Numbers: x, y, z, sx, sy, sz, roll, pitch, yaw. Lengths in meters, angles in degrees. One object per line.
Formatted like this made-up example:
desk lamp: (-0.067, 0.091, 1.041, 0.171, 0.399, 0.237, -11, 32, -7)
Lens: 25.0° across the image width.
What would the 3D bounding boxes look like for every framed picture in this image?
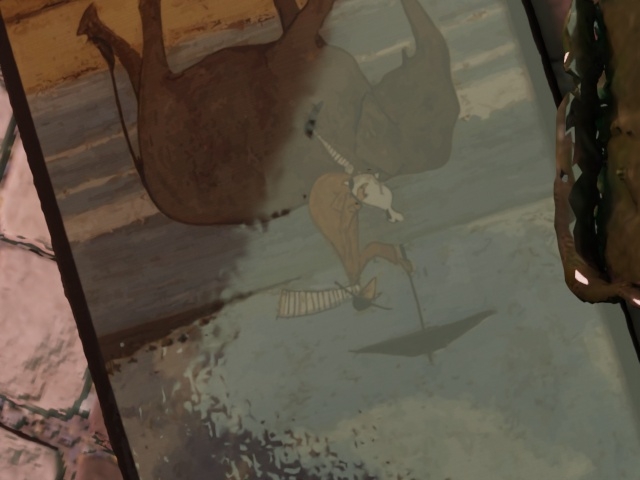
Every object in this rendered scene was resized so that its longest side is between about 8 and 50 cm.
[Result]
framed picture: (0.000, 0.000, 0.694, 0.265, 0.016, 0.347, -17, 88, 12)

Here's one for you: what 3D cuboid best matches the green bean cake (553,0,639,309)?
green bean cake: (0.194, -0.090, 0.528, 0.132, 0.241, 0.255, 1, 90, -18)
